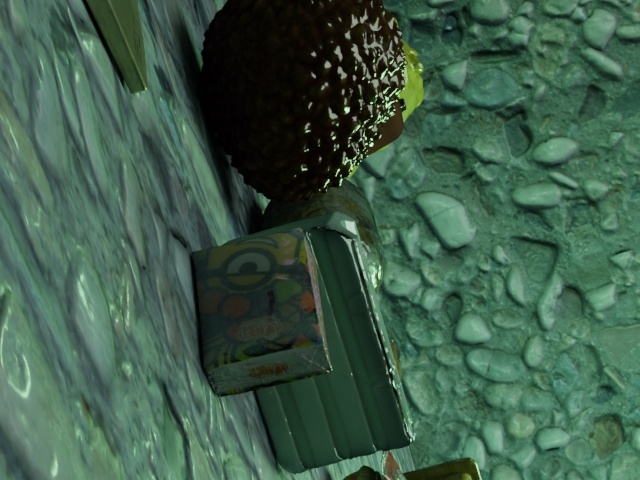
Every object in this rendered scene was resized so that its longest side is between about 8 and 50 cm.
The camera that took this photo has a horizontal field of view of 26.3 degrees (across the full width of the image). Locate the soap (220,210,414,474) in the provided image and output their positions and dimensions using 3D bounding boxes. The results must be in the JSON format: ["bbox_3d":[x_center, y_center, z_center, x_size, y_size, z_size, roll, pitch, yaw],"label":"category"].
[{"bbox_3d":[-0.002,0.109,1.433,0.094,0.150,0.261,-73,147,-76],"label":"soap"}]

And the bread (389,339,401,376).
[{"bbox_3d":[0.046,0.201,1.862,0.260,0.129,0.134,55,21,-71],"label":"bread"}]

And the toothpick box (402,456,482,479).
[{"bbox_3d":[0.204,0.530,2.353,0.308,0.187,0.190,-68,143,-76],"label":"toothpick box"}]

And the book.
[{"bbox_3d":[-0.203,-0.290,1.160,0.215,0.025,0.282,-102,175,-47],"label":"book"}]

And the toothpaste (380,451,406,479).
[{"bbox_3d":[0.124,0.385,1.840,0.089,0.057,0.234,-73,140,-73],"label":"toothpaste"}]

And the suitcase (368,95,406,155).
[{"bbox_3d":[-0.005,-0.199,1.965,0.161,0.236,0.297,64,3,10],"label":"suitcase"}]

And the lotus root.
[{"bbox_3d":[0.003,0.000,1.806,0.349,0.175,0.175,-93,166,-67],"label":"lotus root"}]

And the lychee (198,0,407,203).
[{"bbox_3d":[-0.025,-0.176,1.637,0.271,0.271,0.271,-16,90,-85],"label":"lychee"}]

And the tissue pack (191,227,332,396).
[{"bbox_3d":[-0.054,0.062,1.237,0.148,0.109,0.060,-100,174,-46],"label":"tissue pack"}]

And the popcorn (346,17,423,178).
[{"bbox_3d":[0.028,-0.272,2.367,0.312,0.312,0.312,-16,90,-85],"label":"popcorn"}]

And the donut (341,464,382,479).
[{"bbox_3d":[0.065,0.386,1.826,0.174,0.068,0.174,-13,90,-84],"label":"donut"}]
